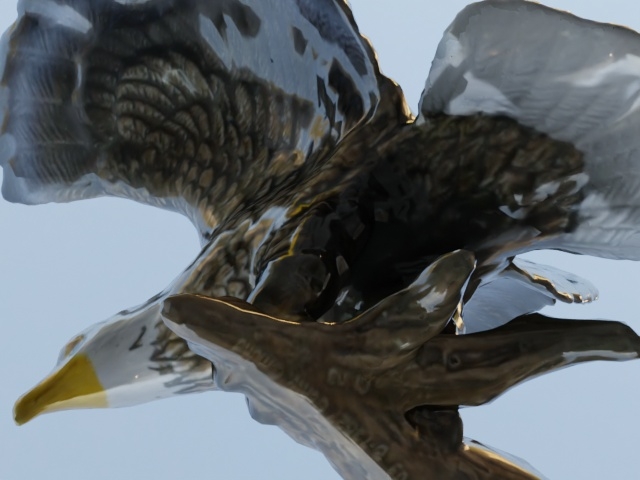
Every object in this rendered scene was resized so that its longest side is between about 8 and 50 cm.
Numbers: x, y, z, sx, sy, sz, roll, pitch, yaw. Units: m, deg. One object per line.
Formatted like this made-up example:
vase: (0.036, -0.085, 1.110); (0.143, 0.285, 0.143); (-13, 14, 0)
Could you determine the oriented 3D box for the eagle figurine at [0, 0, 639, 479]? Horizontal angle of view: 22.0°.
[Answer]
eagle figurine: (-0.011, 0.002, 0.584); (0.225, 0.226, 0.298); (4, -160, -10)
